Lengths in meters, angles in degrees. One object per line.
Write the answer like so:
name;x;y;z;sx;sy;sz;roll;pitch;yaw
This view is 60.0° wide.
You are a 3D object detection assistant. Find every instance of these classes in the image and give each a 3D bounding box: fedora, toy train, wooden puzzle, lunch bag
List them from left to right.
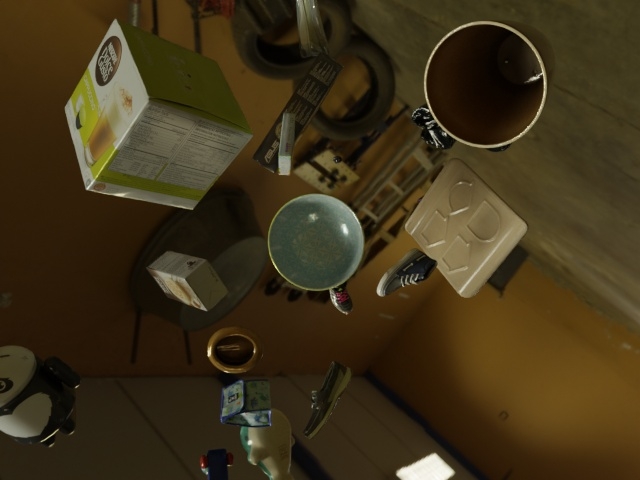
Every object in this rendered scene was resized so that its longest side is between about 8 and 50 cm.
toy train;-0.341;0.815;1.795;0.105;0.143;0.248;3;-119;-24
fedora;-0.299;0.374;1.956;0.194;0.194;0.079;36;-172;-13
lunch bag;-0.229;0.499;1.702;0.151;0.096;0.128;-2;-148;-6
wooden puzzle;0.467;-0.042;1.790;0.081;0.322;0.347;-2;-137;-41

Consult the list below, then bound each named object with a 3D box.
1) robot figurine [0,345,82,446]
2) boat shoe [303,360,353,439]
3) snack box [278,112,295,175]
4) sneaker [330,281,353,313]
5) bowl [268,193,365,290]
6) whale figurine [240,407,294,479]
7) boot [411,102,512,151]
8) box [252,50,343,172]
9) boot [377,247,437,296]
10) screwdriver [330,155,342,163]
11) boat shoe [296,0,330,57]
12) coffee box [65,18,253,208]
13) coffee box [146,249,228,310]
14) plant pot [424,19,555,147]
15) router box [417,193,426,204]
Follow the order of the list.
robot figurine;-0.706;0.376;1.325;0.174;0.209;0.278;3;135;35
boat shoe;0.007;0.436;1.532;0.073;0.223;0.080;35;157;-1
snack box;-0.092;-0.266;1.531;0.037;0.141;0.100;6;156;-3
sneaker;0.064;0.170;1.869;0.075;0.063;0.170;162;86;-80
bowl;0.000;0.000;1.692;0.289;0.289;0.156;39;-170;7
whale figurine;-0.176;0.701;1.847;0.216;0.141;0.271;-2;-109;-56
boot;0.363;-0.281;1.423;0.246;0.207;0.094;44;141;-1
box;-0.079;-0.406;1.836;0.097;0.394;0.318;33;-176;-9
boot;0.255;0.105;1.628;0.086;0.190;0.069;33;161;39
screwdriver;0.043;-0.257;1.739;0.170;0.024;0.025;-127;21;-74
boat shoe;-0.026;-0.756;1.783;0.103;0.320;0.118;-3;-174;-1
coffee box;-0.457;-0.338;1.555;0.338;0.334;0.337;10;-136;-48
coffee box;-0.426;0.125;1.764;0.247;0.098;0.141;8;134;46
plant pot;0.373;-0.345;1.126;0.237;0.237;0.254;39;-134;12
router box;0.435;-0.098;1.990;0.046;0.133;0.178;17;135;60
